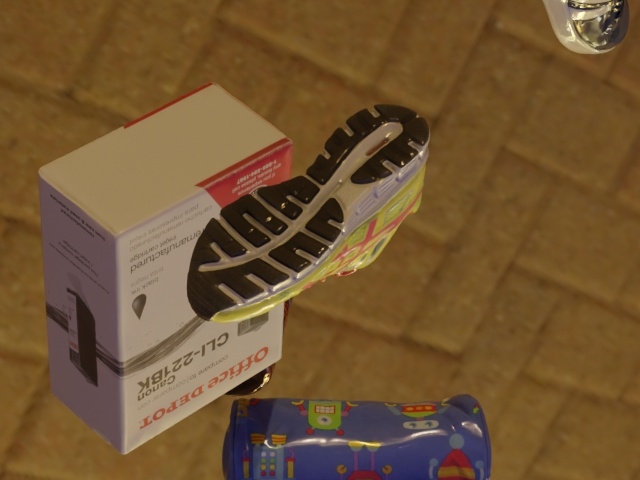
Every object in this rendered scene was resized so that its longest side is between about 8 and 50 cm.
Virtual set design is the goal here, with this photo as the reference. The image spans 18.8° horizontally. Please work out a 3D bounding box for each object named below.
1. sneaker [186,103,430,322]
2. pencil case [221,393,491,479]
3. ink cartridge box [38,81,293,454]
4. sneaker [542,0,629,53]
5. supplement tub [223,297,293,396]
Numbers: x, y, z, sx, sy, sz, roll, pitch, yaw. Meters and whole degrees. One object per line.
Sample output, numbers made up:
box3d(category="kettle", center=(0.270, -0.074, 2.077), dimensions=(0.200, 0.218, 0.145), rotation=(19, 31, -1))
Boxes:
box3d(category="sneaker", center=(0.000, 0.000, 1.325), dimensions=(0.208, 0.081, 0.094), rotation=(-36, 145, -19))
box3d(category="pencil case", center=(0.042, 0.230, 2.161), dimensions=(0.306, 0.133, 0.119), rotation=(-1, 131, -3))
box3d(category="ink cartridge box", center=(-0.135, 0.028, 1.706), dimensions=(0.197, 0.114, 0.273), rotation=(-30, 143, -32))
box3d(category="sneaker", center=(0.307, -0.303, 2.047), dimensions=(0.350, 0.148, 0.131), rotation=(40, 49, -61))
box3d(category="supplement tub", center=(-0.082, 0.059, 2.031), dimensions=(0.106, 0.106, 0.198), rotation=(66, 29, -44))
